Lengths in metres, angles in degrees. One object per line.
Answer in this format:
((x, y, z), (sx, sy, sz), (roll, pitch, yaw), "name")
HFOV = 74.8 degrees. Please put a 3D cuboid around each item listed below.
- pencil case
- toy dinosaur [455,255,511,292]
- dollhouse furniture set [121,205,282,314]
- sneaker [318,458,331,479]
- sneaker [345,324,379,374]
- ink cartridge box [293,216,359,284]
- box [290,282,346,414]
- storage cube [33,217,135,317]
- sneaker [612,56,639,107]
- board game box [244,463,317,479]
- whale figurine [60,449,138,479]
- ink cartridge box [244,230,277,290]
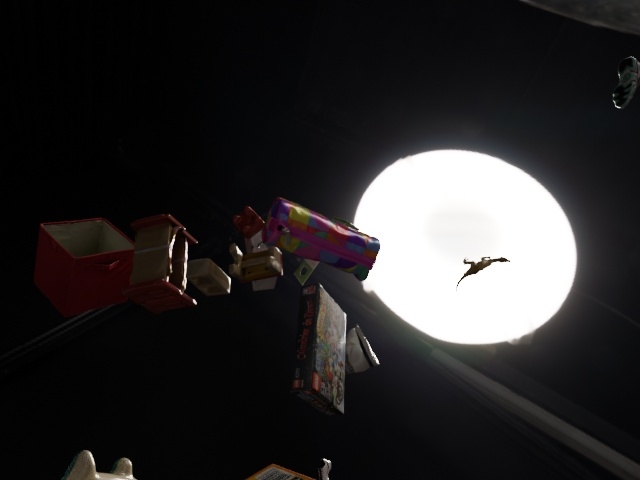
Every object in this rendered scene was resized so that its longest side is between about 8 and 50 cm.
((0.000, 0.000, 0.800), (0.236, 0.104, 0.104), (19, -150, -20), "pencil case")
((0.420, 0.076, 1.141), (0.183, 0.053, 0.092), (-26, -175, -7), "toy dinosaur")
((-0.274, 0.038, 1.029), (0.374, 0.152, 0.201), (-11, -121, 8), "dollhouse furniture set")
((0.007, 0.805, 1.433), (0.043, 0.040, 0.109), (49, -149, -29), "sneaker")
((0.093, 0.309, 1.187), (0.090, 0.095, 0.235), (60, 179, -1), "sneaker")
((0.015, 0.038, 1.319), (0.056, 0.235, 0.171), (33, 180, -14), "ink cartridge box")
((0.004, 0.230, 0.895), (0.044, 0.159, 0.233), (-13, -131, 21), "box")
((-0.659, 0.070, 1.177), (0.215, 0.193, 0.184), (33, -156, 25), "storage cube")
((0.623, -0.308, 0.833), (0.069, 0.098, 0.038), (7, -174, -26), "sneaker")
((-0.099, 0.781, 0.909), (0.357, 0.356, 0.356), (-7, 177, 41), "board game box")
((-0.493, 0.570, 0.896), (0.141, 0.272, 0.216), (-6, -148, 15), "whale figurine")
((-0.163, 0.033, 1.139), (0.060, 0.104, 0.180), (-5, -121, -18), "ink cartridge box")
